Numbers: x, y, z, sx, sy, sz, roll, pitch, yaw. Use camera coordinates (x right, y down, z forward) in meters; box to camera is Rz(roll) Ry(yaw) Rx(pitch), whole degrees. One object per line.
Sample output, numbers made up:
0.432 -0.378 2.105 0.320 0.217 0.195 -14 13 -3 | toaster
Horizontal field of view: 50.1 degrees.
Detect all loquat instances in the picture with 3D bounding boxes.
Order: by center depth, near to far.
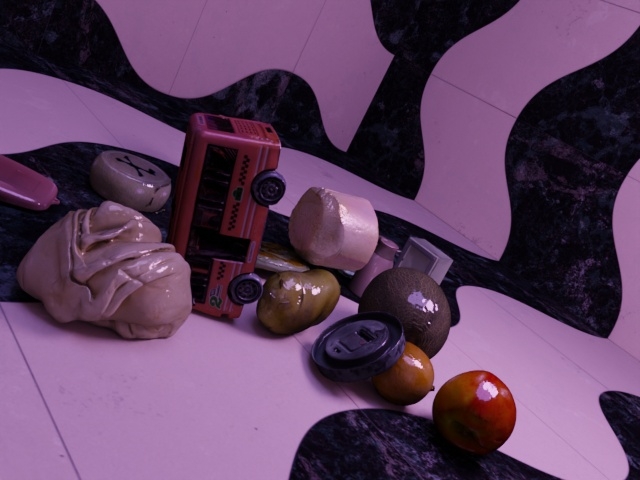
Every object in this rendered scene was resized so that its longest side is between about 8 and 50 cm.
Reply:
0.185 0.301 1.555 0.163 0.137 0.163 22 35 -16 | loquat

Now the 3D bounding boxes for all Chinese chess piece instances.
-0.534 -0.168 1.942 0.237 0.092 0.238 26 16 -8 | Chinese chess piece

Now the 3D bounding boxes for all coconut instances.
0.051 -0.031 1.987 0.244 0.239 0.239 13 21 -35 | coconut

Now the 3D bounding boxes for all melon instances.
0.213 0.191 1.763 0.237 0.238 0.302 25 16 -6 | melon

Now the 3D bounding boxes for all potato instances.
-0.052 0.140 1.625 0.248 0.169 0.144 -12 71 -51 | potato

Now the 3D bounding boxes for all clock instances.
0.086 0.237 1.537 0.214 0.042 0.215 -16 24 7 | clock

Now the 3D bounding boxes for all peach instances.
0.344 0.372 1.508 0.197 0.197 0.197 25 17 -8 | peach

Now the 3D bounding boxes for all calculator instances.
-0.777 -0.159 1.618 0.329 0.048 0.220 24 15 -18 | calculator

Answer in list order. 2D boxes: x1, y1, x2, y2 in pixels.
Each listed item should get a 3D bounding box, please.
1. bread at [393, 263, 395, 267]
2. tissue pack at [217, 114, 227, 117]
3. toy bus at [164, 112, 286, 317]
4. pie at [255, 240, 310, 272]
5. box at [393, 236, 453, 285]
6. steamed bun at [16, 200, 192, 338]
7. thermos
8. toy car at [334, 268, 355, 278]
0.260 0.115 2.239 0.154 0.136 0.054 29 34 18 | bread
-0.281 -0.229 2.192 0.167 0.275 0.200 12 22 -43 | tissue pack
-0.223 -0.052 1.510 0.232 0.427 0.203 9 21 -17 | toy bus
-0.141 0.052 1.927 0.240 0.054 0.240 20 11 -4 | pie
0.289 0.119 2.108 0.086 0.225 0.129 8 25 -48 | box
-0.386 0.051 1.309 0.289 0.203 0.276 32 17 13 | steamed bun
0.156 0.075 2.093 0.137 0.193 0.105 27 18 3 | thermos
0.109 0.082 2.240 0.093 0.058 0.186 31 16 6 | toy car
